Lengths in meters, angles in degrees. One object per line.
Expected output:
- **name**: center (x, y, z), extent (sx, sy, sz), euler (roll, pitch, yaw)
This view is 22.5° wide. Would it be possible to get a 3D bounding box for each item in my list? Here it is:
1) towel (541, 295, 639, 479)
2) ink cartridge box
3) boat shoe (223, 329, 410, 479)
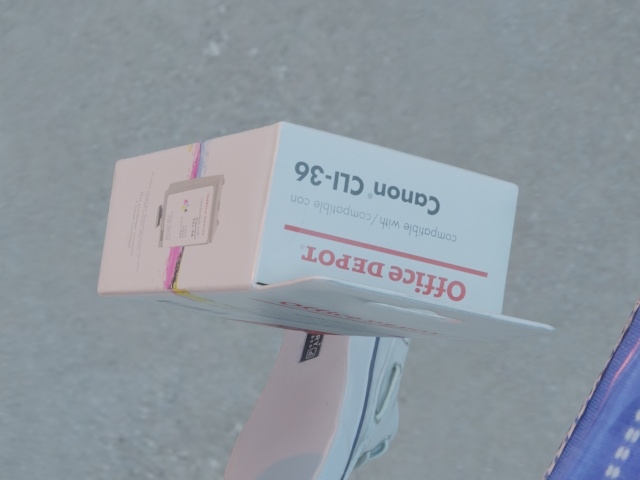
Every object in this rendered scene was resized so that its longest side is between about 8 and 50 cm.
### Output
- **towel**: center (0.190, 0.183, 0.440), extent (0.336, 0.040, 0.243), euler (28, 103, 12)
- **ink cartridge box**: center (0.000, 0.000, 0.660), extent (0.115, 0.198, 0.067), euler (12, 82, -29)
- **boat shoe**: center (0.011, 0.112, 1.092), extent (0.088, 0.096, 0.267), euler (45, 41, -30)
